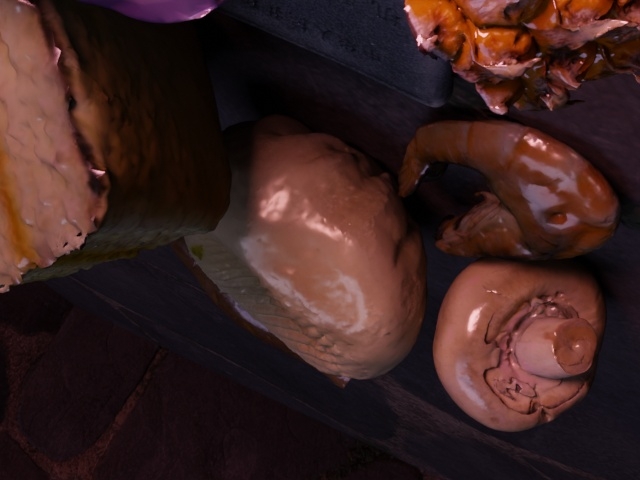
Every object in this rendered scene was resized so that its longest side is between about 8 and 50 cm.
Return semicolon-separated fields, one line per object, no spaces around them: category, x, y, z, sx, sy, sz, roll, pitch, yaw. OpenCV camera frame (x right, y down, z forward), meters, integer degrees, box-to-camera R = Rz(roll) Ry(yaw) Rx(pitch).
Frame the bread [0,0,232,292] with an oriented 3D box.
bread;-0.211;-0.090;0.884;0.395;0.239;0.264;-2;-172;39

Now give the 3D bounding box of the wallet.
wallet;-0.017;-0.162;0.724;0.222;0.036;0.167;27;166;10

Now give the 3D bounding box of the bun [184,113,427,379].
bun;0.000;0.000;1.022;0.259;0.160;0.259;41;166;12

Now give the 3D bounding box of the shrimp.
shrimp;0.114;-0.032;0.878;0.145;0.059;0.254;38;164;-21

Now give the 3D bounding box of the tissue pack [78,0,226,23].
tissue pack;-0.168;-0.256;0.446;0.242;0.160;0.338;20;162;31

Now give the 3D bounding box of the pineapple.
pineapple;0.096;-0.141;0.431;0.137;0.161;0.176;-23;133;24

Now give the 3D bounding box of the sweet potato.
sweet potato;-0.066;0.054;1.411;0.337;0.131;0.131;31;166;-12

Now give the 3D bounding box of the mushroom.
mushroom;0.168;0.081;0.968;0.154;0.154;0.122;37;170;-26
